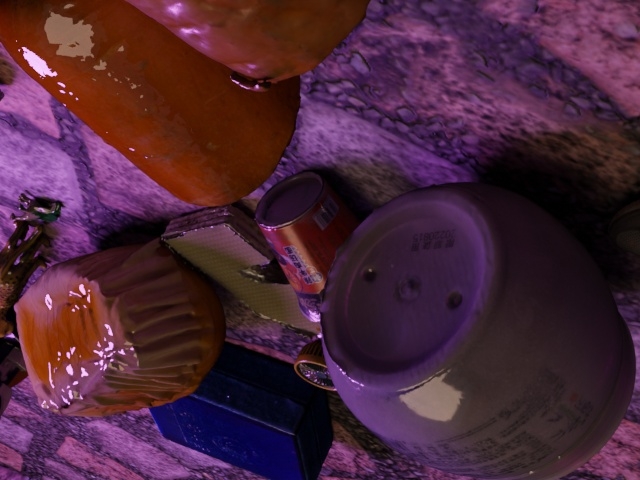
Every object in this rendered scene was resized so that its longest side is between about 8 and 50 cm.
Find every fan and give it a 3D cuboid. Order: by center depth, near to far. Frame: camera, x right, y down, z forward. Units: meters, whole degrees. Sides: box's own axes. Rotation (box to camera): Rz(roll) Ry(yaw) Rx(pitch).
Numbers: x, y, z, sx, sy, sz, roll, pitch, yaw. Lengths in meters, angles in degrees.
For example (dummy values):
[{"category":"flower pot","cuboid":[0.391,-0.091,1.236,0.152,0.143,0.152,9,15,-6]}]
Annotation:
[{"category":"fan","cuboid":[0.035,0.174,1.737,0.155,0.039,0.082,-2,142,40]}]

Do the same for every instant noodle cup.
[{"category":"instant noodle cup","cuboid":[-0.002,0.001,1.378,0.127,0.127,0.136,0,136,41]}]

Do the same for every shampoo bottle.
[{"category":"shampoo bottle","cuboid":[0.155,0.095,1.233,0.273,0.273,0.266,0,154,40]}]

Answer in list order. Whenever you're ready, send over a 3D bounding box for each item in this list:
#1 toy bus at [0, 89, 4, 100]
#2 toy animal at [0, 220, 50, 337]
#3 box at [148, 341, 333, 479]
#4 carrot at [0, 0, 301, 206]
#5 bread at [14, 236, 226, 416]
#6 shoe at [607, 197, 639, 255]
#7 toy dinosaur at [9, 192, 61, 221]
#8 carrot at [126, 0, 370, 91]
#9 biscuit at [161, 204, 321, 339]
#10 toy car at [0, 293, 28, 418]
[{"category":"toy bus","cuboid":[-0.467,-0.184,1.488,0.190,0.064,0.075,7,137,31]},{"category":"toy animal","cuboid":[-0.449,0.055,1.820,0.073,0.136,0.181,29,153,-7]},{"category":"box","cuboid":[-0.133,0.265,1.972,0.279,0.116,0.261,19,154,16]},{"category":"carrot","cuboid":[-0.165,-0.202,1.053,0.193,0.214,0.331,-22,136,33]},{"category":"bread","cuboid":[-0.278,0.129,1.728,0.388,0.183,0.236,-13,90,56]},{"category":"shoe","cuboid":[0.347,0.009,1.128,0.194,0.077,0.074,5,148,33]},{"category":"toy dinosaur","cuboid":[-0.395,-0.035,1.738,0.060,0.029,0.119,21,156,-18]},{"category":"carrot","cuboid":[-0.113,-0.277,0.845,0.340,0.224,0.224,32,154,-32]},{"category":"biscuit","cuboid":[-0.070,0.044,1.580,0.250,0.046,0.147,40,149,-26]},{"category":"toy car","cuboid":[-0.533,0.216,2.006,0.118,0.301,0.193,44,153,-28]}]
